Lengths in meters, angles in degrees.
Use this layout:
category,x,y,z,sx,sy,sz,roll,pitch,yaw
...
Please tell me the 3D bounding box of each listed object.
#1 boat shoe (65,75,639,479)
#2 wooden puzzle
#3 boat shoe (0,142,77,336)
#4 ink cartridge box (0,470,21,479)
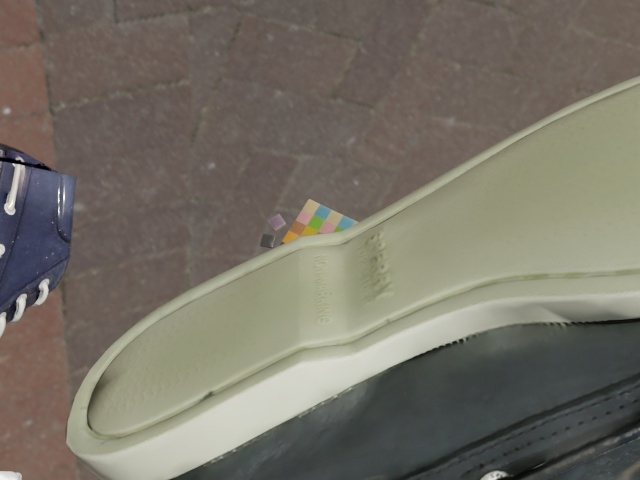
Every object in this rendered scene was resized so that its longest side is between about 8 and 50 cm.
category,x,y,z,sx,sy,sz,roll,pitch,yaw
boat shoe,0.080,0.038,0.389,0.340,0.127,0.113,-25,118,14
wooden puzzle,0.000,0.000,0.816,0.049,0.083,0.006,-58,162,-18
boat shoe,-0.336,0.066,1.111,0.158,0.127,0.341,12,88,-37
ink cartridge box,-0.402,0.289,1.205,0.127,0.072,0.175,8,162,-23
